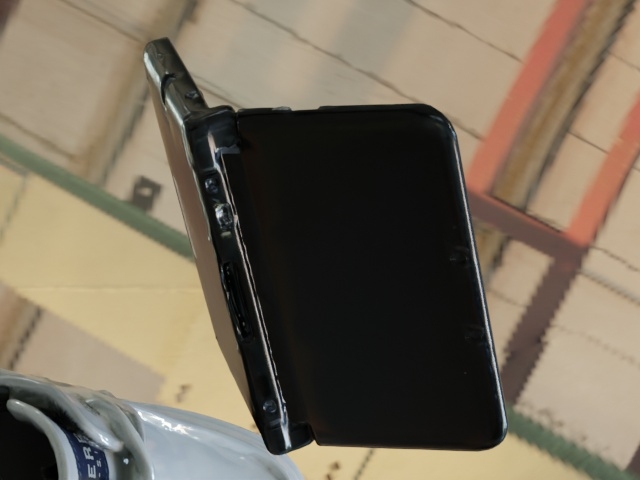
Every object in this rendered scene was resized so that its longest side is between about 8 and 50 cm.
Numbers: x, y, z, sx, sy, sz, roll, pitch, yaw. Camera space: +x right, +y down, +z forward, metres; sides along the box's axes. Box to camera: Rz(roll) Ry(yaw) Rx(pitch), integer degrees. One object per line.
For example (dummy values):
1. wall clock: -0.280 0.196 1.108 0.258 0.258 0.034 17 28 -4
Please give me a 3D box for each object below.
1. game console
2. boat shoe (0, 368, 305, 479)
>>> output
1. game console: 0.000 0.000 0.608 0.071 0.107 0.122 -17 -59 -9
2. boat shoe: -0.093 0.086 0.611 0.084 0.258 0.095 -33 -115 43
